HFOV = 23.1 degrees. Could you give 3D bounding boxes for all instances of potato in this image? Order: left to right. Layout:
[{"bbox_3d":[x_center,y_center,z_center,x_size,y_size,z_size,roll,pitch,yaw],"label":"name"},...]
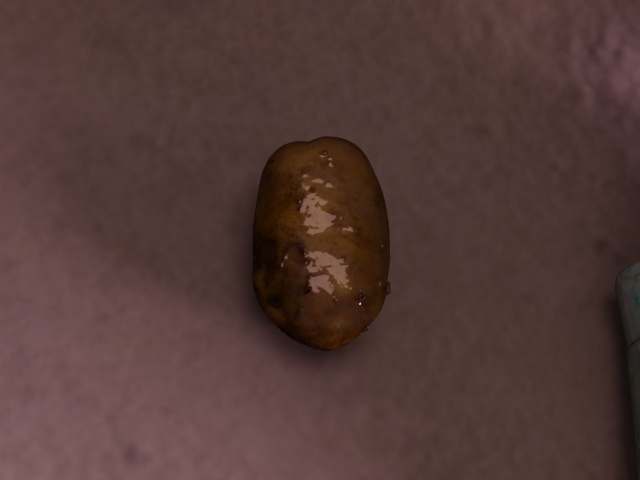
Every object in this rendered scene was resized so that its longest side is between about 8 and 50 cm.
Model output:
[{"bbox_3d":[0.000,0.000,0.573,0.051,0.040,0.083,11,63,-20],"label":"potato"}]

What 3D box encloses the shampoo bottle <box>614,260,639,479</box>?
[{"bbox_3d":[0.138,0.096,0.561,0.069,0.041,0.190,11,58,-27],"label":"shampoo bottle"}]
